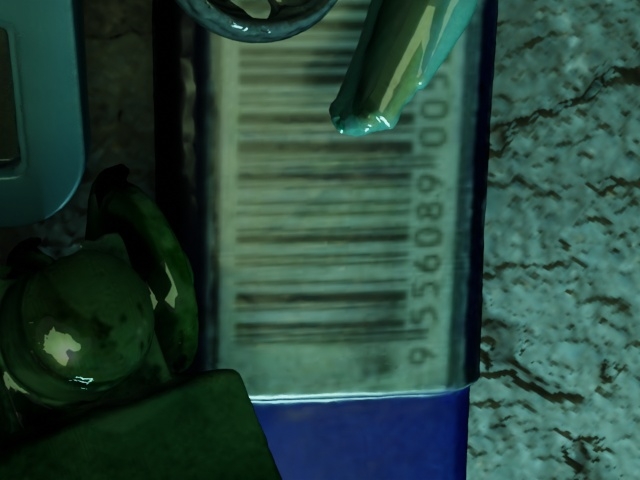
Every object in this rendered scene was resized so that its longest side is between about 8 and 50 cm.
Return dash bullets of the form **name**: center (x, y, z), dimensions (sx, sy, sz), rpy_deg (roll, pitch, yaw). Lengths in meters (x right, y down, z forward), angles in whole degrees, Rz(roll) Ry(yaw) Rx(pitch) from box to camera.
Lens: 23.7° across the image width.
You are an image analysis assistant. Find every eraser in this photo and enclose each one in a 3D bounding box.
- **eraser**: center (0.000, 0.000, 0.713), dimensions (0.155, 0.101, 0.332), rpy_deg (-1, 107, -8)

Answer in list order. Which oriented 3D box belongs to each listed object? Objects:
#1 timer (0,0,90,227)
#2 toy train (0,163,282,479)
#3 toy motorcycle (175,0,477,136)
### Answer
- **timer**: center (-0.221, -0.115, 0.663), dimensions (0.231, 0.091, 0.250), rpy_deg (-4, 110, -6)
- **toy train**: center (-0.125, 0.090, 0.644), dimensions (0.145, 0.266, 0.202), rpy_deg (-17, 84, -33)
- **toy motorcycle**: center (0.061, -0.184, 0.595), dimensions (0.198, 0.109, 0.296), rpy_deg (37, 85, -25)
